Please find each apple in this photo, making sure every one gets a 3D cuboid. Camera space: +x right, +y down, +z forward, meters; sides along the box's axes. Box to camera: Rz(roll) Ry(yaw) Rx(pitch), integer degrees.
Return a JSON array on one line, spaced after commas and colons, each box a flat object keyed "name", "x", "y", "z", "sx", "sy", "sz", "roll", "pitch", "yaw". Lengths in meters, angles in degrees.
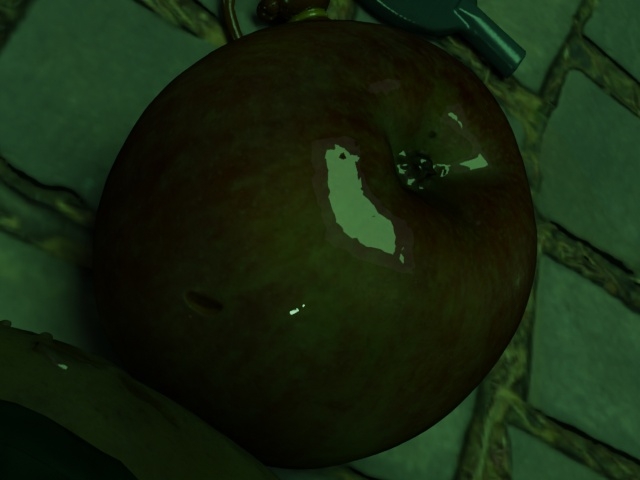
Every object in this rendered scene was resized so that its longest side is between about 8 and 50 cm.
[{"name": "apple", "x": 0.000, "y": 0.000, "z": 0.626, "sx": 0.188, "sy": 0.174, "sz": 0.188, "roll": 16, "pitch": 59, "yaw": -28}]

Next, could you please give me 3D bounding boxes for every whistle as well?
[{"name": "whistle", "x": -0.020, "y": -0.133, "z": 0.779, "sx": 0.057, "sy": 0.046, "sz": 0.109, "roll": 3, "pitch": 69, "yaw": -52}]

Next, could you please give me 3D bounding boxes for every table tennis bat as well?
[{"name": "table tennis bat", "x": 0.062, "y": -0.156, "z": 0.869, "sx": 0.155, "sy": 0.019, "sz": 0.100, "roll": 40, "pitch": 48, "yaw": -9}]

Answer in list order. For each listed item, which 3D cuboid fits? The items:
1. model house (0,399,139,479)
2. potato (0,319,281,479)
[{"name": "model house", "x": -0.269, "y": 0.080, "z": 0.198, "sx": 0.445, "sy": 0.400, "sz": 0.395, "roll": 34, "pitch": 38, "yaw": -18}, {"name": "potato", "x": -0.085, "y": 0.125, "z": 0.508, "sx": 0.262, "sy": 0.165, "sz": 0.165, "roll": 47, "pitch": 47, "yaw": -10}]
